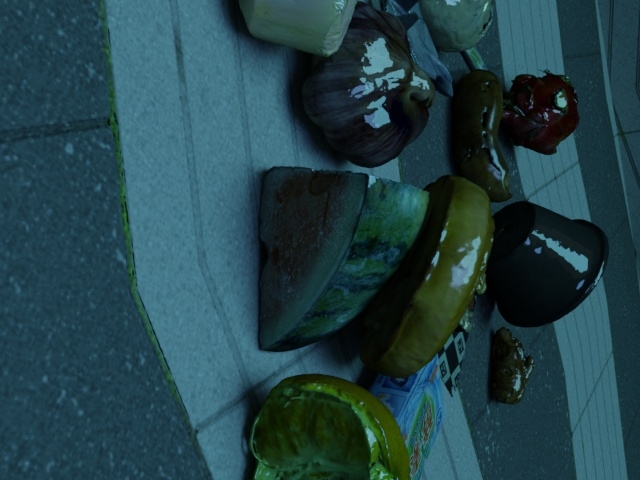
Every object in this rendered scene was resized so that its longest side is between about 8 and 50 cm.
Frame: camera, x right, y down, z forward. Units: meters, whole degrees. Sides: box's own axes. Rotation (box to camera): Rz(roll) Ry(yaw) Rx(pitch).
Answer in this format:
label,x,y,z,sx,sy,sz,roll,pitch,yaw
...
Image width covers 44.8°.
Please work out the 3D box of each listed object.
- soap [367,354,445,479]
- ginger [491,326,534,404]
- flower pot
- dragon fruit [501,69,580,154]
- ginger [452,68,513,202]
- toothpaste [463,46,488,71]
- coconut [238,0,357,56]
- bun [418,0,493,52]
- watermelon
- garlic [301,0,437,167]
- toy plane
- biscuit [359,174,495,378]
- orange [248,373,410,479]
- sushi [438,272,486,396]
label,x,y,z,sx,sy,sz,roll,pitch,yaw
soap,0.105,0.273,1.102,0.293,0.077,0.156,-53,141,-47
ginger,0.402,0.267,1.616,0.103,0.073,0.162,37,53,-51
flower pot,0.423,0.027,1.569,0.166,0.269,0.269,40,49,-24
dragon fruit,0.516,-0.328,1.840,0.200,0.198,0.269,35,49,-19
ginger,0.323,-0.226,1.556,0.133,0.107,0.309,14,68,-42
toothpaste,0.342,-0.382,1.689,0.197,0.029,0.048,46,47,-41
coconut,-0.033,-0.308,0.951,0.147,0.153,0.147,19,90,-85
bun,0.254,-0.507,1.456,0.287,0.146,0.287,24,62,-55
watermelon,0.000,0.000,0.976,0.213,0.201,0.261,1,125,-59
garlic,0.076,-0.220,1.091,0.245,0.161,0.244,16,71,-56
toy plane,0.164,-0.322,1.340,0.267,0.088,0.212,46,48,-56
biscuit,0.145,0.052,1.059,0.102,0.296,0.296,25,52,-4
orange,0.014,0.270,0.876,0.158,0.179,0.237,13,72,-54
sushi,0.252,0.101,1.426,0.264,0.050,0.290,59,39,-34
